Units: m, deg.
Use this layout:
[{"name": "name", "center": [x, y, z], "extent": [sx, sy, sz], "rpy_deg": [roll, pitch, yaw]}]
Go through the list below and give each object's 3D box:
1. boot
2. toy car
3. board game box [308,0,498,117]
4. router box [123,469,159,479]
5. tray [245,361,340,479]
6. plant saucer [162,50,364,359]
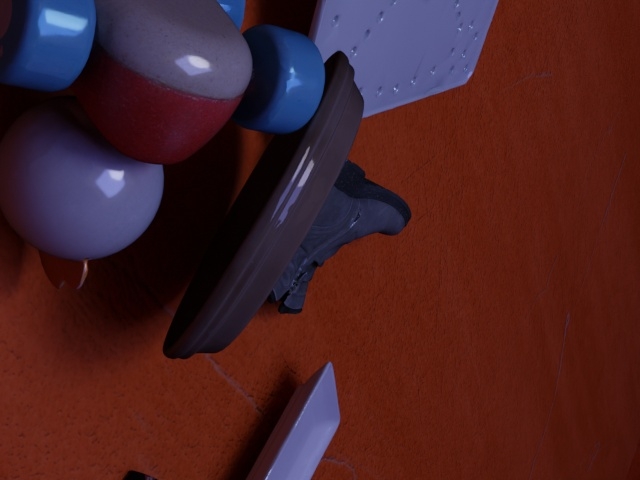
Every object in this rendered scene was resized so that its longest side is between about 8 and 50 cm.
[{"name": "boot", "center": [0.000, 0.000, 1.022], "extent": [0.161, 0.083, 0.246], "rpy_deg": [-62, 155, 1]}, {"name": "toy car", "center": [-0.163, -0.081, 0.678], "extent": [0.219, 0.210, 0.238], "rpy_deg": [5, 123, -45]}, {"name": "board game box", "center": [0.108, -0.320, 1.004], "extent": [0.390, 0.050, 0.390], "rpy_deg": [-26, 139, -52]}, {"name": "router box", "center": [-0.158, 0.275, 0.866], "extent": [0.092, 0.038, 0.122], "rpy_deg": [-51, 138, -37]}, {"name": "tray", "center": [-0.054, 0.259, 1.010], "extent": [0.270, 0.030, 0.145], "rpy_deg": [-59, 159, -30]}, {"name": "plant saucer", "center": [-0.042, -0.023, 0.795], "extent": [0.041, 0.278, 0.278], "rpy_deg": [30, 67, -10]}]
